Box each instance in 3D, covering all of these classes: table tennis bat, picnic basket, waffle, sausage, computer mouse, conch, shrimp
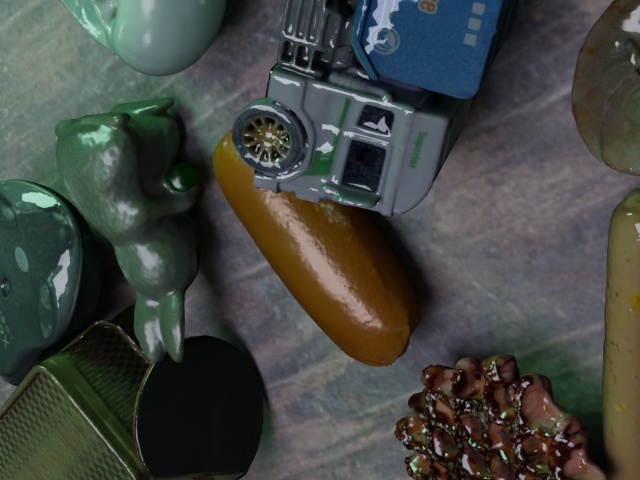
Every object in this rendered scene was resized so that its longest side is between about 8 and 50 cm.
[{"bbox_3d":[-0.114,0.199,1.298,0.019,0.130,0.220,-2,86,62],"label":"table tennis bat"},{"bbox_3d":[-0.233,0.208,1.406,0.165,0.139,0.267,49,131,7],"label":"picnic basket"},{"bbox_3d":[0.154,0.193,1.132,0.221,0.055,0.234,55,149,15],"label":"waffle"},{"bbox_3d":[0.000,0.000,1.162,0.238,0.098,0.098,54,132,5],"label":"sausage"},{"bbox_3d":[-0.304,0.052,1.422,0.379,0.090,0.167,-37,74,53],"label":"computer mouse"},{"bbox_3d":[-0.163,-0.236,1.146,0.185,0.121,0.221,-41,81,40],"label":"conch"},{"bbox_3d":[0.243,0.101,1.042,0.066,0.066,0.301,14,119,32],"label":"sausage"},{"bbox_3d":[0.265,-0.134,0.908,0.254,0.059,0.145,-35,59,47],"label":"shrimp"}]

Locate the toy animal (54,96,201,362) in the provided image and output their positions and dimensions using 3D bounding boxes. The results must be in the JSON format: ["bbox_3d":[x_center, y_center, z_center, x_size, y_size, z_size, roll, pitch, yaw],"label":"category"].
[{"bbox_3d":[-0.160,-0.015,1.267,0.138,0.108,0.236,0,115,30],"label":"toy animal"}]

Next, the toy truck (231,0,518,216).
[{"bbox_3d":[0.053,-0.193,0.971,0.175,0.146,0.367,20,124,10],"label":"toy truck"}]
